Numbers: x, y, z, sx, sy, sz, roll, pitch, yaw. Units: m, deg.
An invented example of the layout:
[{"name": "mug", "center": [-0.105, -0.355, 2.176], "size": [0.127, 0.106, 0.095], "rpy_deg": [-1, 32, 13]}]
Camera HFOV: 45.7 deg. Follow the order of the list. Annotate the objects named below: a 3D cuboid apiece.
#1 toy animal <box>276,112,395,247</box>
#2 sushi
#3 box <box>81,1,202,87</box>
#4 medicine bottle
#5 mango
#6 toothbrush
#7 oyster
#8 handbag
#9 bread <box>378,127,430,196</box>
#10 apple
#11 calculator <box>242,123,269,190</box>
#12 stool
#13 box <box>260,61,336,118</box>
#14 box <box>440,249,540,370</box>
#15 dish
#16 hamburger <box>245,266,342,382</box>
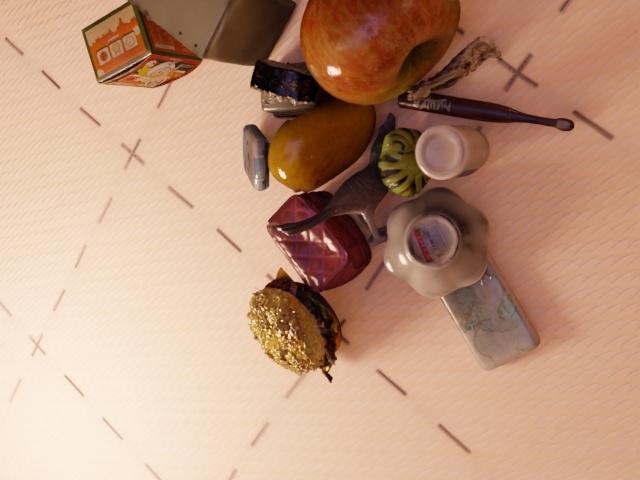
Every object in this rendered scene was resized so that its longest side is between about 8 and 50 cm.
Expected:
[{"name": "toy animal", "center": [0.083, -0.075, 1.592], "size": [0.081, 0.367, 0.206], "rpy_deg": [9, 140, 56]}, {"name": "sushi", "center": [-0.076, -0.330, 1.586], "size": [0.150, 0.090, 0.078], "rpy_deg": [22, 110, 22]}, {"name": "box", "center": [-0.418, -0.456, 1.795], "size": [0.177, 0.195, 0.148], "rpy_deg": [-19, 88, 28]}, {"name": "medicine bottle", "center": [0.262, -0.173, 1.478], "size": [0.103, 0.186, 0.103], "rpy_deg": [4, 99, 27]}, {"name": "mango", "center": [0.007, -0.212, 1.619], "size": [0.262, 0.130, 0.167], "rpy_deg": [-33, 124, -5]}, {"name": "toothbrush", "center": [0.323, -0.260, 1.518], "size": [0.364, 0.041, 0.041], "rpy_deg": [14, 104, 26]}, {"name": "oyster", "center": [0.252, -0.336, 1.512], "size": [0.061, 0.200, 0.106], "rpy_deg": [61, 161, -4]}, {"name": "handbag", "center": [0.000, 0.000, 1.675], "size": [0.146, 0.135, 0.225], "rpy_deg": [-47, 71, 27]}, {"name": "bread", "center": [0.180, -0.163, 1.559], "size": [0.130, 0.071, 0.139], "rpy_deg": [36, 73, -14]}, {"name": "apple", "center": [0.105, -0.420, 1.475], "size": [0.309, 0.277, 0.250], "rpy_deg": [-36, 70, -8]}, {"name": "calculator", "center": [-0.146, -0.189, 1.710], "size": [0.039, 0.210, 0.121], "rpy_deg": [-2, 112, -14]}, {"name": "stool", "center": [-0.239, -0.525, 1.664], "size": [0.269, 0.243, 0.170], "rpy_deg": [39, 112, 17]}, {"name": "box", "center": [-0.056, -0.335, 1.677], "size": [0.172, 0.093, 0.124], "rpy_deg": [0, 97, 28]}, {"name": "box", "center": [0.326, 0.120, 1.570], "size": [0.142, 0.044, 0.285], "rpy_deg": [-35, 80, 32]}, {"name": "dish", "center": [0.228, 0.002, 1.522], "size": [0.229, 0.081, 0.229], "rpy_deg": [-1, 87, 16]}, {"name": "hamburger", "center": [-0.058, 0.202, 1.693], "size": [0.261, 0.138, 0.243], "rpy_deg": [33, 143, 25]}]
